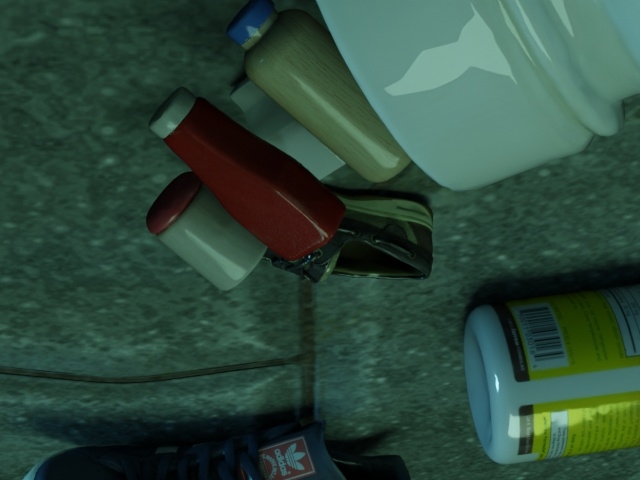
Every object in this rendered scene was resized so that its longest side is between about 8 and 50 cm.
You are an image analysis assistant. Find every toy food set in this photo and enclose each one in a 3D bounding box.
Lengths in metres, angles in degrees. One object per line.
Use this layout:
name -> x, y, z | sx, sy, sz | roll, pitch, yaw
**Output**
toy food set -> -0.029, -0.060, 0.657 | 0.104, 0.111, 0.232 | 40, 143, -16

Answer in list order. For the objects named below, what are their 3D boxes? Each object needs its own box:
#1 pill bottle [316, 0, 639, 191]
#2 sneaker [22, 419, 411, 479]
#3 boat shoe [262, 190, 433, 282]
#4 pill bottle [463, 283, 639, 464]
pill bottle -> 0.176, -0.158, 0.424 | 0.361, 0.204, 0.204 | -21, 149, 21
sneaker -> -0.070, 0.202, 1.105 | 0.350, 0.131, 0.148 | 10, 140, -41
boat shoe -> 0.000, 0.000, 0.819 | 0.152, 0.049, 0.056 | 0, 151, -16
pill bottle -> 0.218, 0.091, 0.982 | 0.215, 0.117, 0.117 | -7, 151, -4
